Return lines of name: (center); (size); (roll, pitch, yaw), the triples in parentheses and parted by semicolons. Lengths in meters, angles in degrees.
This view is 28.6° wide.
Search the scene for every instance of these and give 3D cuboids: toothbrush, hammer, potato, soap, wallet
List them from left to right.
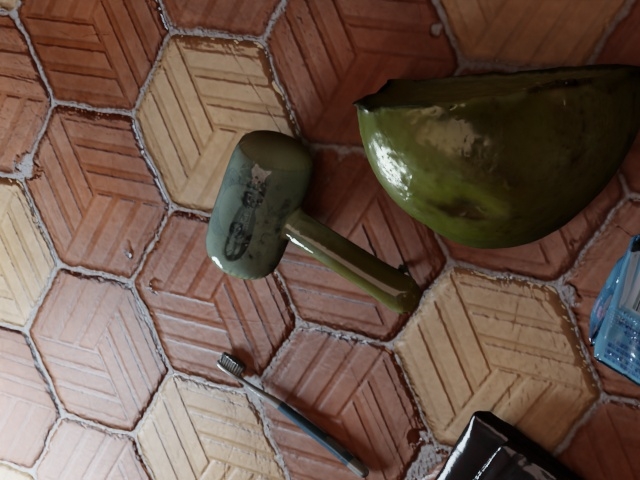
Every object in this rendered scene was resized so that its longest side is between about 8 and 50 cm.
toothbrush: (-0.039, 0.243, 1.768); (0.275, 0.019, 0.025); (35, 112, 19)
hammer: (0.000, 0.000, 1.624); (0.305, 0.113, 0.202); (30, 121, 16)
potato: (0.180, -0.074, 1.380); (0.330, 0.280, 0.213); (-1, 102, 30)
wallet: (0.224, 0.349, 1.620); (0.182, 0.049, 0.229); (36, 122, 15)
soap: (0.423, 0.115, 1.371); (0.293, 0.077, 0.156); (35, 117, 37)
